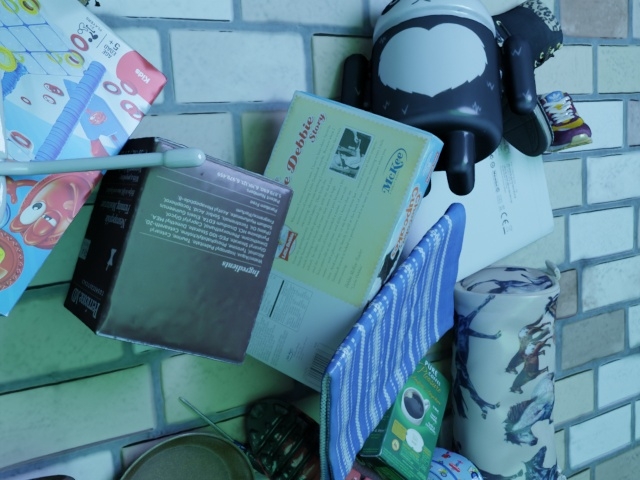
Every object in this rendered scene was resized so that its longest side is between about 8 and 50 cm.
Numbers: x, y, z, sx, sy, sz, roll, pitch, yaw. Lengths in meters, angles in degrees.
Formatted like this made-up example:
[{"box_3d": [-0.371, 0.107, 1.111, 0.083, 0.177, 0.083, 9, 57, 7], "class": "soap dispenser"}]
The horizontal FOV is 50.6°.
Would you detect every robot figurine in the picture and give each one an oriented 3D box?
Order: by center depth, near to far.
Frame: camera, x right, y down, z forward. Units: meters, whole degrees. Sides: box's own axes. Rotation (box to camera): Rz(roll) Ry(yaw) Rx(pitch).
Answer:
[{"box_3d": [0.151, -0.200, 0.895, 0.209, 0.173, 0.278, 10, 71, -23], "class": "robot figurine"}]

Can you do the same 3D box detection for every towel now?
[{"box_3d": [0.101, 0.128, 0.863, 0.336, 0.040, 0.243, -47, 149, -39], "class": "towel"}]

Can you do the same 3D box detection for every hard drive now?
[{"box_3d": [0.211, -0.062, 1.045, 0.353, 0.047, 0.233, -23, 106, -28], "class": "hard drive"}]

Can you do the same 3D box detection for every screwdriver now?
[{"box_3d": [-0.127, 0.259, 0.893, 0.025, 0.024, 0.170, -44, 112, 12], "class": "screwdriver"}]

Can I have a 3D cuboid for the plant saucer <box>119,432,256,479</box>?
[{"box_3d": [-0.177, 0.336, 0.858, 0.198, 0.036, 0.199, -4, 98, -31], "class": "plant saucer"}]

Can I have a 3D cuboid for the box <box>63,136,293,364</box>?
[{"box_3d": [-0.161, 0.008, 0.755, 0.167, 0.168, 0.203, 19, 85, -32], "class": "box"}]

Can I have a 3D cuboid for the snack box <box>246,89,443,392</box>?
[{"box_3d": [0.000, 0.000, 0.816, 0.060, 0.187, 0.322, 11, 101, -67], "class": "snack box"}]

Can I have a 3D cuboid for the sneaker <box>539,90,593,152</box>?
[{"box_3d": [0.375, -0.192, 1.069, 0.069, 0.185, 0.084, -12, 103, 6], "class": "sneaker"}]

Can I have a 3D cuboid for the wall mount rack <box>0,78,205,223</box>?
[{"box_3d": [-0.269, -0.163, 0.574, 0.304, 0.130, 0.350, -5, 91, -37], "class": "wall mount rack"}]

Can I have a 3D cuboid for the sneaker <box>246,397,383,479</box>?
[{"box_3d": [0.004, 0.319, 0.933, 0.276, 0.135, 0.098, 43, 85, -3], "class": "sneaker"}]

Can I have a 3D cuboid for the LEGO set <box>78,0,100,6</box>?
[{"box_3d": [-0.269, -0.276, 0.750, 0.054, 0.023, 0.083, 39, 62, -30], "class": "LEGO set"}]

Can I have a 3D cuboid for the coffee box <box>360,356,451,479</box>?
[{"box_3d": [0.130, 0.259, 0.995, 0.113, 0.040, 0.184, 45, 49, -27], "class": "coffee box"}]

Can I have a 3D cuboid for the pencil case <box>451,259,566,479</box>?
[{"box_3d": [0.297, 0.240, 1.061, 0.183, 0.160, 0.411, -5, 98, -15], "class": "pencil case"}]

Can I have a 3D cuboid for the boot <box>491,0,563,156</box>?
[{"box_3d": [0.322, -0.260, 1.040, 0.178, 0.085, 0.236, -28, 84, -28], "class": "boot"}]

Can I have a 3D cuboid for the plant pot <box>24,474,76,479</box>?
[{"box_3d": [-0.310, 0.372, 0.680, 0.262, 0.263, 0.230, -8, 82, -30], "class": "plant pot"}]

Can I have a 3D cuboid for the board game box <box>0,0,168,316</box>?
[{"box_3d": [-0.353, -0.134, 0.644, 0.308, 0.086, 0.302, 39, 65, -29], "class": "board game box"}]

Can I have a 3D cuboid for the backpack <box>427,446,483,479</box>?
[{"box_3d": [0.166, 0.403, 1.003, 0.116, 0.158, 0.174, 4, 91, -38], "class": "backpack"}]
